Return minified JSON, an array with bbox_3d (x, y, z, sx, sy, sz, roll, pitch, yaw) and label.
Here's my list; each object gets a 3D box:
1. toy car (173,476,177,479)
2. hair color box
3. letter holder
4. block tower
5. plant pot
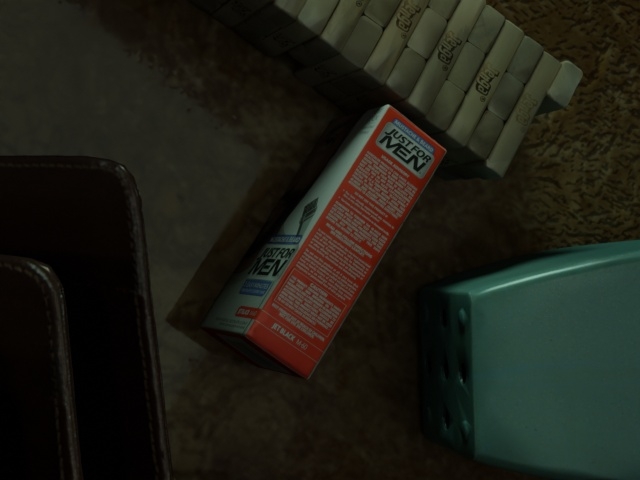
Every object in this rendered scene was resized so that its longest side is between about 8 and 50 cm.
[{"bbox_3d":[-0.114,0.175,0.686,0.188,0.149,0.155,28,91,-31],"label":"toy car"},{"bbox_3d":[0.000,0.000,0.750,0.053,0.093,0.167,37,76,-18],"label":"hair color box"},{"bbox_3d":[-0.235,0.071,0.533,0.301,0.152,0.214,-6,88,23],"label":"letter holder"},{"bbox_3d":[0.003,-0.157,0.756,0.335,0.091,0.097,32,79,-18],"label":"block tower"},{"bbox_3d":[0.192,0.078,0.794,0.234,0.165,0.166,-1,90,-14],"label":"plant pot"}]
